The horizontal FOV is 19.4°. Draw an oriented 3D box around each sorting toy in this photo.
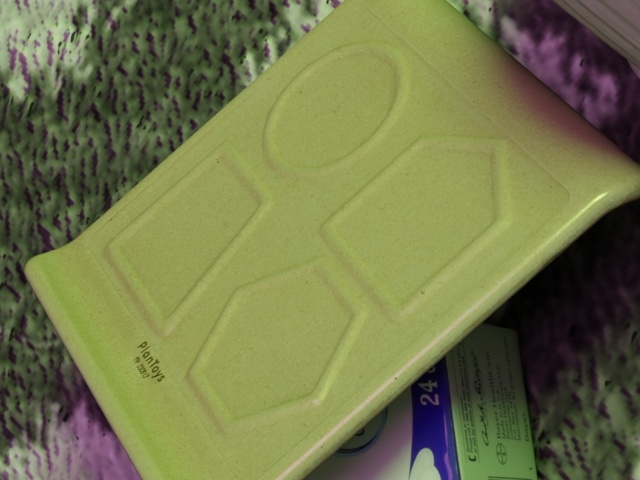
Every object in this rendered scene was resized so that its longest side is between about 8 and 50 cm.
[{"bbox_3d":[0.000,0.000,0.722,0.208,0.038,0.193,-38,40,-2],"label":"sorting toy"}]

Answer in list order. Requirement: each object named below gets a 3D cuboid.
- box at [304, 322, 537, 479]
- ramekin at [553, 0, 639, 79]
[{"bbox_3d":[0.011,0.104,0.736,0.137,0.072,0.126,-15,74,30],"label":"box"},{"bbox_3d":[0.143,-0.150,0.620,0.207,0.109,0.207,-44,31,36],"label":"ramekin"}]
